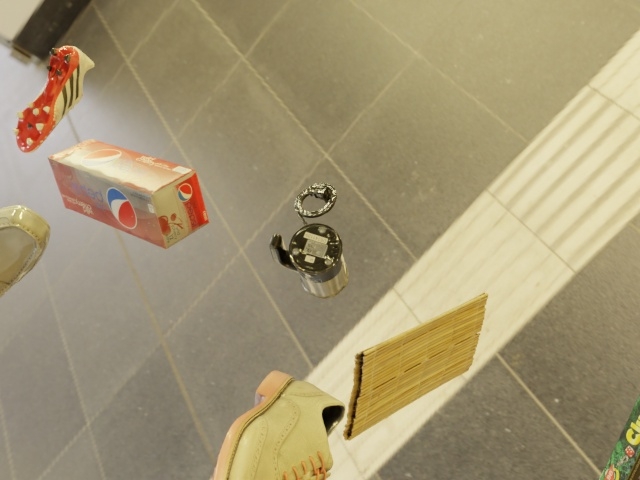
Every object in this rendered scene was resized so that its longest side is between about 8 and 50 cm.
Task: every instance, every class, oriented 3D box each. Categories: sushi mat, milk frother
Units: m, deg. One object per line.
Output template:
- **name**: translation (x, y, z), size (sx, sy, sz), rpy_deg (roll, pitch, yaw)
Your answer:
- **sushi mat**: translation (0.149, 0.180, 1.165), size (0.019, 0.317, 0.151), rpy_deg (26, 118, 36)
- **milk frother**: translation (0.000, 0.000, 1.268), size (0.129, 0.134, 0.143), rpy_deg (34, 77, 16)

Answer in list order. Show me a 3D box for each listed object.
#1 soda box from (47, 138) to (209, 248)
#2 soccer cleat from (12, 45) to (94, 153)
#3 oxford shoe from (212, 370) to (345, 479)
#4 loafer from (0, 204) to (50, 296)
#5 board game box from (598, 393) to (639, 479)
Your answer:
- **soda box**: translation (-0.284, -0.074, 1.147), size (0.263, 0.092, 0.083), rpy_deg (19, 42, 39)
- **soccer cleat**: translation (-0.188, -0.098, 0.558), size (0.029, 0.036, 0.083), rpy_deg (29, 96, 21)
- **oxford shoe**: translation (-0.059, 0.323, 1.155), size (0.147, 0.397, 0.140), rpy_deg (12, 117, 10)
- **loafer**: translation (-0.521, 0.057, 1.189), size (0.319, 0.112, 0.111), rpy_deg (-36, 28, 32)
- **board game box**: translation (0.345, 0.127, 0.699), size (0.030, 0.136, 0.259), rpy_deg (43, 118, 58)
